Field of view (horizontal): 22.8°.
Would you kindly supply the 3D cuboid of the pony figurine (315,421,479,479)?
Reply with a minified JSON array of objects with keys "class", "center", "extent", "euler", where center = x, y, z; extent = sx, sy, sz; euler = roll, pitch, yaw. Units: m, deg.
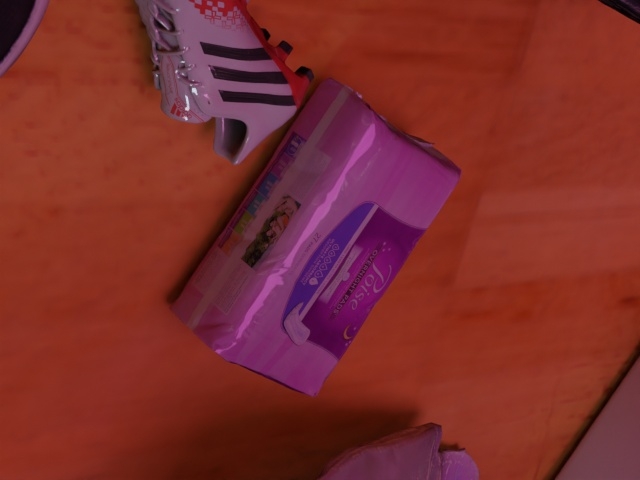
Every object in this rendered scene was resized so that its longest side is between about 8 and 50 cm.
[{"class":"pony figurine","center":[-0.010,0.214,0.409],"extent":[0.351,0.363,0.303],"euler":[20,96,-62]}]

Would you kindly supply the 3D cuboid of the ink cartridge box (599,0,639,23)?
[{"class":"ink cartridge box","center":[0.082,-0.179,0.402],"extent":[0.206,0.045,0.208],"euler":[19,102,-45]}]

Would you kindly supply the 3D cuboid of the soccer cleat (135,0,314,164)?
[{"class":"soccer cleat","center":[-0.032,-0.050,0.400],"extent":[0.036,0.029,0.083],"euler":[-52,142,-6]}]

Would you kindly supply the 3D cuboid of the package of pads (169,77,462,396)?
[{"class":"package of pads","center":[0.000,0.000,0.457],"extent":[0.050,0.032,0.083],"euler":[29,96,-46]}]

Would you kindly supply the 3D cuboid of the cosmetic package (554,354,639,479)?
[{"class":"cosmetic package","center":[0.188,0.163,0.651],"extent":[0.224,0.138,0.224],"euler":[30,96,-46]}]

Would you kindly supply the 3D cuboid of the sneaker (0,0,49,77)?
[{"class":"sneaker","center":[-0.141,-0.031,0.266],"extent":[0.234,0.097,0.084],"euler":[-7,121,-38]}]
